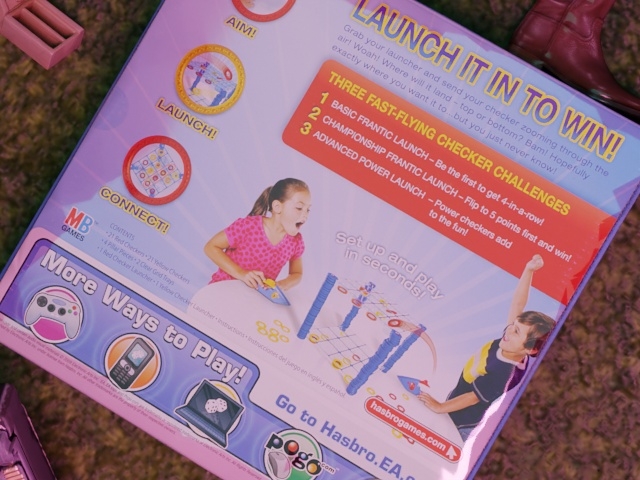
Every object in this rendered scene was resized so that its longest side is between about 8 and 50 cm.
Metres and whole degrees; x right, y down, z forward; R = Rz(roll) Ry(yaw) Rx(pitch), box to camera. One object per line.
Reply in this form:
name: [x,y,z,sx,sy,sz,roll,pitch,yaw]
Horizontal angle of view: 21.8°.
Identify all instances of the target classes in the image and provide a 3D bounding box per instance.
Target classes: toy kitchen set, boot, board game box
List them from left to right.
toy kitchen set: [-0.173,-0.173,1.058,0.075,0.083,0.068,38,50,8]
board game box: [0.000,0.000,1.009,0.308,0.086,0.302,31,90,9]
boot: [0.180,-0.139,1.024,0.106,0.037,0.114,27,85,6]

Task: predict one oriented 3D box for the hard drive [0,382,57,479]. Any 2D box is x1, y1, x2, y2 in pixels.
hard drive: [-0.303,0.234,0.993,0.339,0.064,0.237,-16,114,7]
